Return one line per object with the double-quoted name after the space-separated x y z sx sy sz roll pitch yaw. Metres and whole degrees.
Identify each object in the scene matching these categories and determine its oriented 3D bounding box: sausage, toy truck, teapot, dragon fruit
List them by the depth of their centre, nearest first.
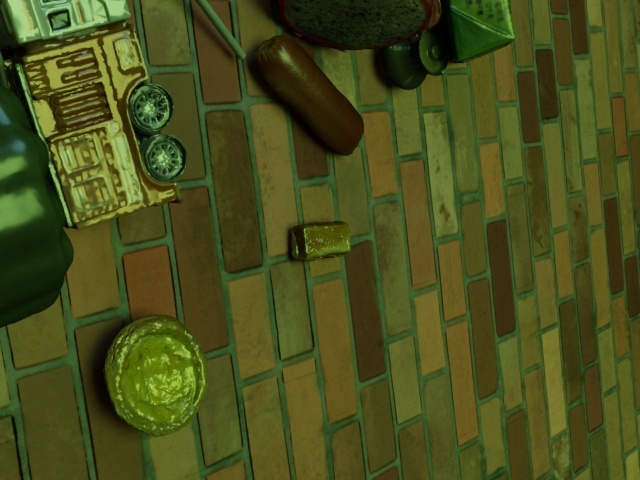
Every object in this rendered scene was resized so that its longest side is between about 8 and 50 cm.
-0.339 -0.213 1.211 0.207 0.173 0.388 -25 110 -34 "toy truck"
0.070 -0.495 1.554 0.305 0.305 0.226 17 70 -45 "dragon fruit"
-0.011 -0.259 1.612 0.300 0.083 0.089 40 50 -39 "sausage"
0.180 -0.387 1.786 0.130 0.119 0.166 -49 122 -36 "teapot"

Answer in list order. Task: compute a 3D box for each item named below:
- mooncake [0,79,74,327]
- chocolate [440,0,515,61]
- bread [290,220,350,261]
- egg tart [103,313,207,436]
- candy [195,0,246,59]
-0.428 -0.060 1.017 0.187 0.351 0.351 -22 106 -32 "mooncake"
0.312 -0.519 1.821 0.301 0.137 0.289 -53 133 -77 "chocolate"
0.000 0.000 1.643 0.132 0.053 0.074 -10 93 -46 "bread"
-0.258 0.204 1.357 0.191 0.074 0.191 2 88 -45 "egg tart"
-0.218 -0.423 1.394 0.365 0.124 0.124 51 56 -42 "candy"
